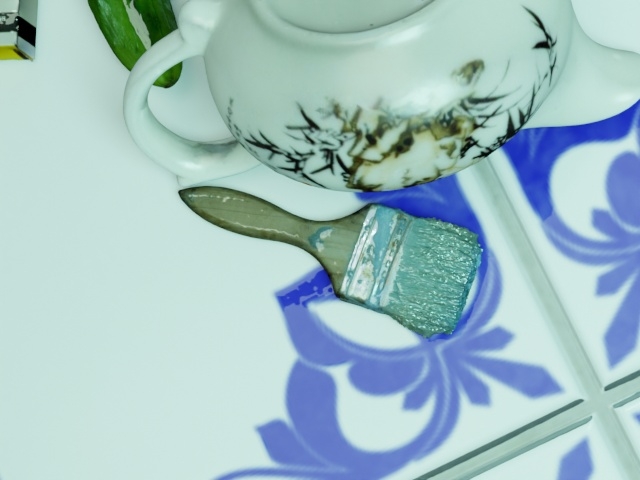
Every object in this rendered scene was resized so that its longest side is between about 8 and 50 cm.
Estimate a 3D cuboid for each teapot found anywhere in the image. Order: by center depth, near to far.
[{"bbox_3d":[0.024,-0.109,1.068,0.300,0.166,0.208,-14,57,21],"label":"teapot"}]

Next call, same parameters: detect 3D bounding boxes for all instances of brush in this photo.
[{"bbox_3d":[0.000,0.000,1.109,0.196,0.021,0.070,18,84,20],"label":"brush"}]

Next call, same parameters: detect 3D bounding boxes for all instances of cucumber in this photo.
[{"bbox_3d":[-0.135,-0.208,1.171,0.056,0.056,0.250,-17,76,11],"label":"cucumber"}]

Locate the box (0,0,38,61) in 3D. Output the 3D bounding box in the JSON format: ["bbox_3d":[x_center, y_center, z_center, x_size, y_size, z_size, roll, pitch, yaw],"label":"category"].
[{"bbox_3d":[-0.247,-0.236,1.215,0.129,0.033,0.247,-3,78,15],"label":"box"}]
